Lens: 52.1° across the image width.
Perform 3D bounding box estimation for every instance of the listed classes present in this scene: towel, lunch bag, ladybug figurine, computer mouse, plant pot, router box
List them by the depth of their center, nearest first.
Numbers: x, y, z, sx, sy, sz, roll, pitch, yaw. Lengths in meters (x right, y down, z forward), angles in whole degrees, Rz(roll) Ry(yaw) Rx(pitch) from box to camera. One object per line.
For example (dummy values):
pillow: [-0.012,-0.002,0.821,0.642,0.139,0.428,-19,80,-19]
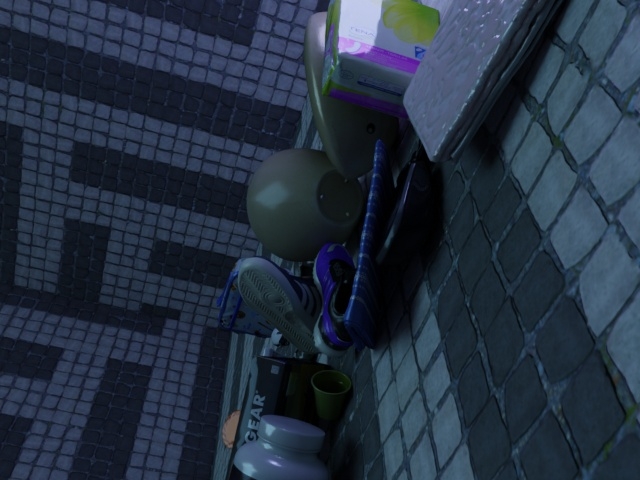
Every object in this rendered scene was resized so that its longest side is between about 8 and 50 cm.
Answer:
towel: [0.237,-0.305,0.984,0.331,0.053,0.317,-61,16,26]
computer mouse: [0.164,-0.063,1.121,0.188,0.072,0.272,117,176,-56]
towel: [0.091,0.021,1.194,0.243,0.040,0.335,63,-144,-68]
plant pot: [0.019,0.323,1.346,0.083,0.083,0.079,-102,16,-66]
router box: [-0.089,0.410,1.421,0.243,0.081,0.308,24,-103,-64]
ladybug figurine: [0.074,-0.346,1.473,0.305,0.162,0.449,55,-156,-55]
plant pot: [-0.006,-0.093,1.557,0.191,0.284,0.284,-6,69,57]
computer mouse: [-0.137,0.318,2.203,0.193,0.042,0.106,129,152,-65]
lunch bag: [-0.235,0.211,2.301,0.115,0.243,0.303,-90,19,-54]

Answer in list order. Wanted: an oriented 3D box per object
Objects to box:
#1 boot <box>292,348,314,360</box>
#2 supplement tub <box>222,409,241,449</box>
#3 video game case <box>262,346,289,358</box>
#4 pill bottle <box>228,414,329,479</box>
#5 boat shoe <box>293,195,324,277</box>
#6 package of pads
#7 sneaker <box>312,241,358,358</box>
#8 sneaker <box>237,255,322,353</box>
boot: [-0.066,0.346,1.782,0.161,0.083,0.246,-66,9,-12]
supplement tub: [-0.138,0.473,1.569,0.117,0.190,0.117,-21,53,30]
video game case: [-0.143,0.421,1.928,0.201,0.023,0.183,54,-135,-67]
pill bottle: [-0.092,0.497,1.201,0.181,0.182,0.322,170,115,-78]
boat shoe: [0.000,0.000,1.734,0.095,0.112,0.335,114,169,-61]
package of pads: [0.119,-0.376,1.293,0.101,0.229,0.296,117,164,-48]
sneaker: [0.057,0.095,1.396,0.293,0.102,0.146,-92,25,-43]
sneaker: [-0.064,0.117,1.487,0.350,0.131,0.148,57,-139,-43]
